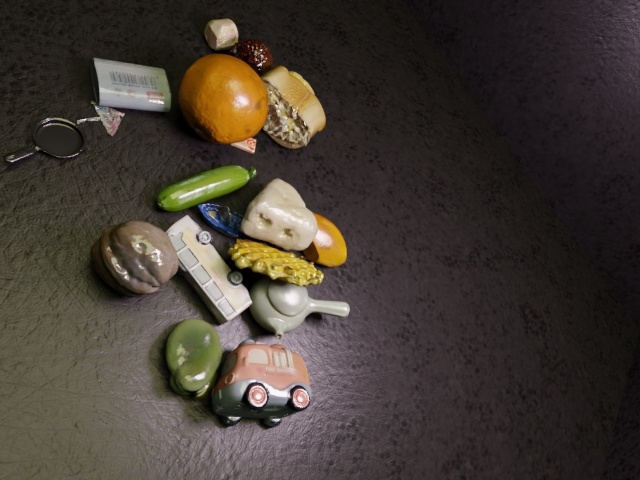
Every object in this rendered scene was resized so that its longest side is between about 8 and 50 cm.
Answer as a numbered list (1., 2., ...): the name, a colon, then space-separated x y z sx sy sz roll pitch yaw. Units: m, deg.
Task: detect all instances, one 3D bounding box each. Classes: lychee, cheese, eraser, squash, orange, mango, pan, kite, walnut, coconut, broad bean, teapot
1. lychee: -0.277 -0.707 1.796 0.188 0.188 0.187 15 60 -28
2. cheese: -0.133 -0.089 1.566 0.252 0.173 0.247 24 32 -14
3. eraser: -0.631 -0.518 1.516 0.227 0.081 0.173 -5 66 -35
4. squash: -0.374 -0.184 1.520 0.379 0.101 0.101 -27 85 -36
5. orange: -0.331 -0.480 1.564 0.313 0.312 0.311 15 60 -28
6. mango: 0.000 0.000 1.671 0.252 0.126 0.153 42 59 -14
7. pan: -0.801 -0.277 1.314 0.136 0.028 0.235 49 47 -4
8. kite: -0.702 -0.392 1.454 0.157 0.011 0.139 -26 82 -40
9. walnut: -0.508 0.045 1.248 0.225 0.224 0.224 15 60 -28
10. coconut: -0.388 -0.822 1.812 0.122 0.116 0.116 -33 89 -36
11. broad bean: -0.355 0.329 1.287 0.170 0.100 0.227 3 65 -42
12. teapot: -0.078 0.194 1.507 0.319 0.149 0.219 -11 76 -37

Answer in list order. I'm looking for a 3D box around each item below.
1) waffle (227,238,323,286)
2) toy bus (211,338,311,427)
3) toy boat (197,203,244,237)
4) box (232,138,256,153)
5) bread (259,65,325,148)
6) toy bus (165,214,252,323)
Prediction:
1. waffle: -0.141 0.069 1.448 0.312 0.307 0.060 19 100 -8
2. toy bus: -0.167 0.406 1.322 0.288 0.194 0.231 16 51 -28
3. toy boat: -0.320 -0.082 1.500 0.175 0.110 0.091 27 53 -20
4. box: -0.292 -0.373 1.722 0.093 0.015 0.058 17 61 -27
5. bread: -0.136 -0.520 1.788 0.315 0.212 0.270 47 42 -17
6. toy bus: -0.355 0.092 1.404 0.138 0.097 0.342 -40 94 -33
